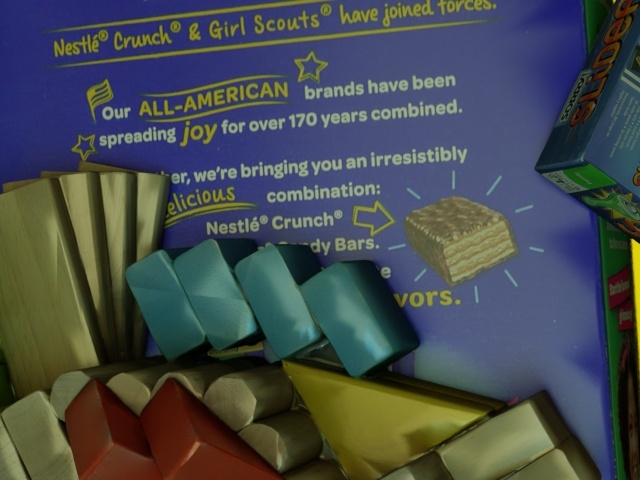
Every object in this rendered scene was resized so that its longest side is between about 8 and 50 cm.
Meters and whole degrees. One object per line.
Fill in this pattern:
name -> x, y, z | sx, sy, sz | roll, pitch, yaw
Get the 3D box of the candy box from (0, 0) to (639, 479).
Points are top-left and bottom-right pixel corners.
candy box -> 0.000, 0.000, 0.658 | 0.268, 0.122, 0.317 | -4, 90, 15

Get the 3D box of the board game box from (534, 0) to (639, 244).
board game box -> 0.185, -0.080, 0.592 | 0.136, 0.035, 0.201 | 33, 74, -18

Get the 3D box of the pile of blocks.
pile of blocks -> -0.077, 0.046, 0.558 | 0.362, 0.112, 0.149 | 7, 92, 17
